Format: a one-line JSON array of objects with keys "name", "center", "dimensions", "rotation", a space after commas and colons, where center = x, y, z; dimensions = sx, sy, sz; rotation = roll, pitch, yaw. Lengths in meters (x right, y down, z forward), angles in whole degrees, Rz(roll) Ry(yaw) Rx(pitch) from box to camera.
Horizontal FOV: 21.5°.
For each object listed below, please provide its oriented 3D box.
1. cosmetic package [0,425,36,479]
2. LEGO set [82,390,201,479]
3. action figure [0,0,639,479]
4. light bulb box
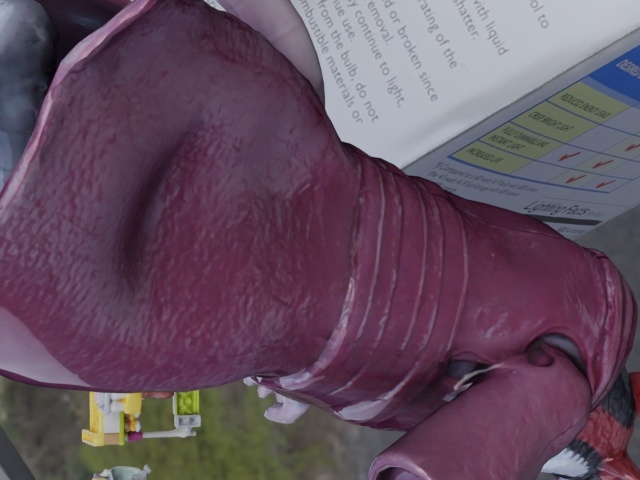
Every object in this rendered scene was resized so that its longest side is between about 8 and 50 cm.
[{"name": "cosmetic package", "center": [-0.169, 0.170, 0.837], "dimensions": [0.238, 0.107, 0.127], "rotation": [60, 172, -28]}, {"name": "LEGO set", "center": [-0.143, 0.094, 1.487], "dimensions": [0.132, 0.107, 0.287], "rotation": [-132, 47, -60]}, {"name": "action figure", "center": [0.000, 0.000, 0.617], "dimensions": [0.275, 0.370, 0.248], "rotation": [-61, 27, 20]}, {"name": "light bulb box", "center": [0.091, -0.125, 1.011], "dimensions": [0.358, 0.361, 0.225], "rotation": [5, -122, -61]}]
